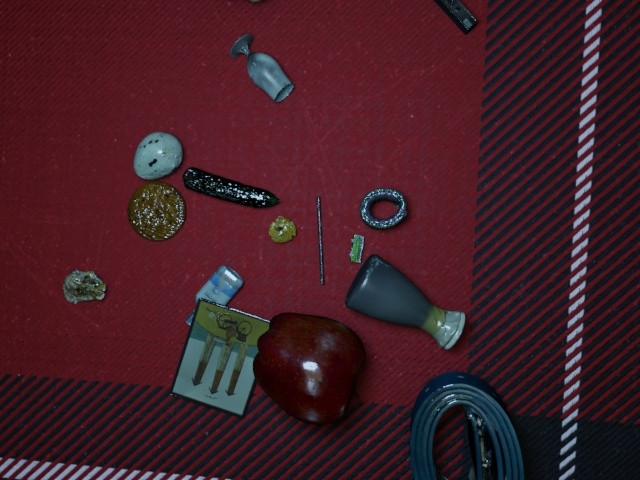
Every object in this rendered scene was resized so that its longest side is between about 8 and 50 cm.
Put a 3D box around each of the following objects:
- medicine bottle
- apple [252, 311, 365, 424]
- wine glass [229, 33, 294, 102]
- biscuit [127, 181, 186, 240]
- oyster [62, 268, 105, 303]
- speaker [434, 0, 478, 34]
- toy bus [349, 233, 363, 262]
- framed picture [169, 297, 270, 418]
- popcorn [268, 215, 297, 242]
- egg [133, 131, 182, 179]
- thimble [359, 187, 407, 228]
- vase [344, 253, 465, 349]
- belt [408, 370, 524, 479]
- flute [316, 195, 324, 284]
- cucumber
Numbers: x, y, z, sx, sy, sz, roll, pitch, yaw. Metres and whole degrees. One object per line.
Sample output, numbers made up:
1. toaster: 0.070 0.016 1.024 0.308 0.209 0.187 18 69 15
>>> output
1. medicine bottle: -0.329 0.176 1.596 0.090 0.054 0.208 41 94 0
2. apple: -0.025 0.348 1.466 0.317 0.288 0.288 26 92 12
3. wine glass: -0.171 -0.509 1.561 0.093 0.093 0.202 -40 87 4
4. biscuit: -0.508 -0.091 1.623 0.188 0.027 0.187 0 91 6
5. oyster: -0.733 0.139 1.633 0.166 0.053 0.108 -4 80 12
6. speaker: 0.379 -0.691 1.536 0.040 0.046 0.191 -41 87 5
7. toy bus: 0.108 0.023 1.570 0.037 0.031 0.083 9 91 -2
8. framed picture: -0.298 0.358 1.589 0.244 0.013 0.323 19 98 0
9. popcorn: -0.116 -0.033 1.565 0.084 0.084 0.084 0 90 5
10. egg: -0.487 -0.248 1.572 0.131 0.131 0.164 43 104 3
11. thimble: 0.181 -0.092 1.533 0.135 0.090 0.118 -15 90 4
12. vase: 0.244 0.187 1.499 0.321 0.173 0.173 30 93 -1
13. belt: 0.403 0.598 1.479 0.300 0.173 0.436 -9 86 14
14. flute: 0.000 0.000 1.587 0.014 0.014 0.269 -3 90 5
15. cucumber: -0.266 -0.151 1.580 0.300 0.072 0.072 17 92 5
